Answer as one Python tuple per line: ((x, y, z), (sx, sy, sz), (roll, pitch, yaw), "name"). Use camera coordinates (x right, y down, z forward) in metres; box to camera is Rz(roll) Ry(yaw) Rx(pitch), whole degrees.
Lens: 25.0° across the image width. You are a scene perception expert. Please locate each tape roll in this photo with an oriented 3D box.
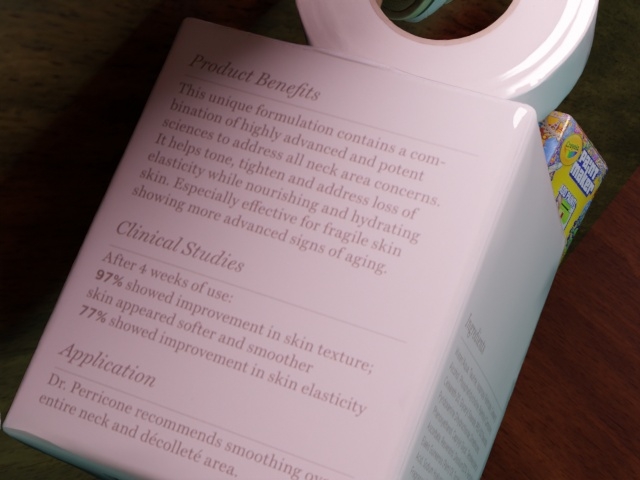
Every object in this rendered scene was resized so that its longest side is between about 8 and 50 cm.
((0.120, -0.232, 1.362), (0.286, 0.286, 0.100), (-47, 162, -8), "tape roll")

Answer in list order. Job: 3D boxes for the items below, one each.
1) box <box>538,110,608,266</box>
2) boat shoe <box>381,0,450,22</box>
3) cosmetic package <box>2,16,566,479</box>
((0.115, -0.038, 1.606), (0.279, 0.290, 0.177), (-62, 151, -3), "box")
((0.166, -0.359, 1.519), (0.302, 0.113, 0.103), (-45, 167, 23), "boat shoe")
((-0.006, 0.073, 1.282), (0.394, 0.329, 0.327), (-67, 159, -13), "cosmetic package")
